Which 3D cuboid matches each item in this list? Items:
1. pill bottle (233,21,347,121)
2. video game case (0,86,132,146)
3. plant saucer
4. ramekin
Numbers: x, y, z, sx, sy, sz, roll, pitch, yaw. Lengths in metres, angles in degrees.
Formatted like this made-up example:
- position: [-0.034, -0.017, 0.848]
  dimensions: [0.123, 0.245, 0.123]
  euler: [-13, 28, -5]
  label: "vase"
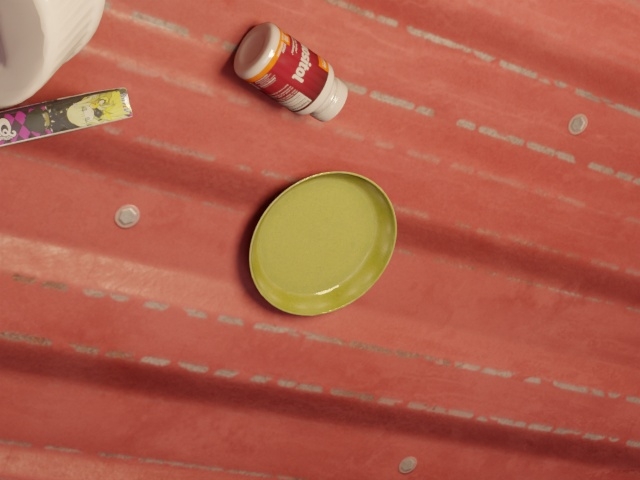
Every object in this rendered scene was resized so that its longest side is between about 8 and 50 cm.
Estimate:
- position: [-0.038, -0.227, 1.671]
  dimensions: [0.152, 0.086, 0.086]
  euler: [30, 101, -35]
  label: "pill bottle"
- position: [-0.352, -0.143, 1.481]
  dimensions: [0.210, 0.232, 0.042]
  euler: [-15, 99, -18]
  label: "video game case"
- position: [0.000, 0.000, 1.841]
  dimensions: [0.240, 0.037, 0.241]
  euler: [-11, 120, -20]
  label: "plant saucer"
- position: [-0.393, -0.278, 1.365]
  dimensions: [0.277, 0.135, 0.277]
  euler: [6, 129, 7]
  label: "ramekin"
